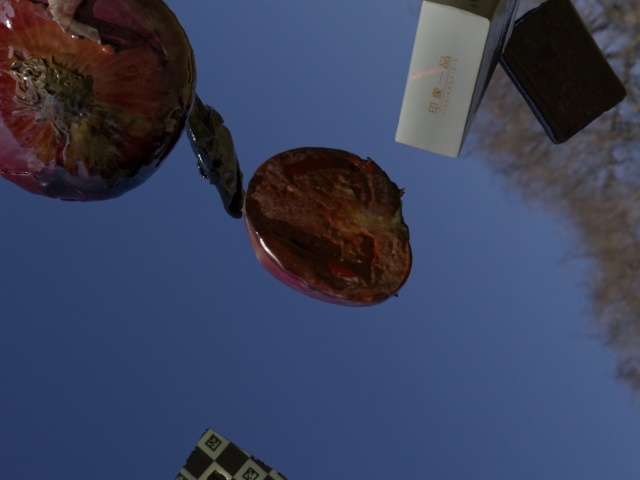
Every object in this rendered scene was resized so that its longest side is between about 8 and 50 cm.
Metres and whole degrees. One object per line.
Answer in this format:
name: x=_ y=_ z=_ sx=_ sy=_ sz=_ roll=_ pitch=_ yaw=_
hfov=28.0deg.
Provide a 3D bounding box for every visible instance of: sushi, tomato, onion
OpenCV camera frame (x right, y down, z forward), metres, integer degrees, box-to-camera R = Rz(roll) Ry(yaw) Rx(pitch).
sushi: x=-0.140 y=0.358 z=1.630 sx=0.139 sy=0.201 sz=0.031 roll=33 pitch=172 yaw=0
tomato: x=0.002 y=0.003 z=2.156 sx=0.309 sy=0.170 sz=0.308 roll=6 pitch=-122 yaw=-11
onion: x=-0.342 y=-0.232 z=1.852 sx=0.348 sy=0.347 sz=0.285 roll=40 pitch=-165 yaw=-10

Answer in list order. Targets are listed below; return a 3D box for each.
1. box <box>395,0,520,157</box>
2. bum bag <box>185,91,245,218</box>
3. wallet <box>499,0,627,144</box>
box: x=0.139 y=-0.202 z=1.182 sx=0.067 sy=0.149 sz=0.233 roll=20 pitch=-139 yaw=8
bum bag: x=-0.194 y=-0.159 z=2.346 sx=0.310 sy=0.074 sz=0.137 roll=69 pitch=-166 yaw=-58
wallet: x=0.421 y=-0.303 z=2.266 sx=0.182 sy=0.049 sz=0.229 roll=-37 pitch=-82 yaw=-14
